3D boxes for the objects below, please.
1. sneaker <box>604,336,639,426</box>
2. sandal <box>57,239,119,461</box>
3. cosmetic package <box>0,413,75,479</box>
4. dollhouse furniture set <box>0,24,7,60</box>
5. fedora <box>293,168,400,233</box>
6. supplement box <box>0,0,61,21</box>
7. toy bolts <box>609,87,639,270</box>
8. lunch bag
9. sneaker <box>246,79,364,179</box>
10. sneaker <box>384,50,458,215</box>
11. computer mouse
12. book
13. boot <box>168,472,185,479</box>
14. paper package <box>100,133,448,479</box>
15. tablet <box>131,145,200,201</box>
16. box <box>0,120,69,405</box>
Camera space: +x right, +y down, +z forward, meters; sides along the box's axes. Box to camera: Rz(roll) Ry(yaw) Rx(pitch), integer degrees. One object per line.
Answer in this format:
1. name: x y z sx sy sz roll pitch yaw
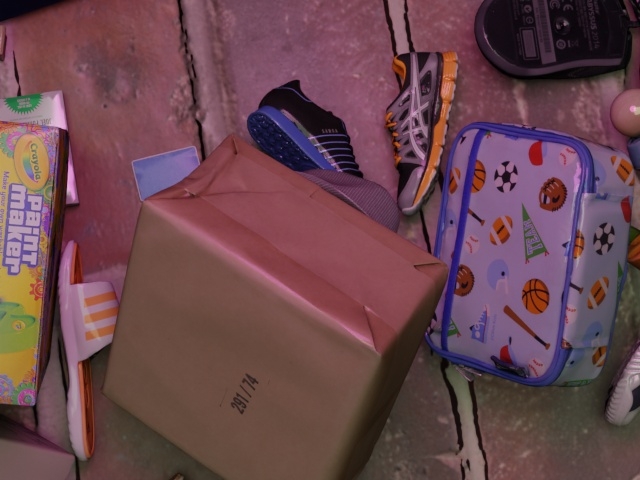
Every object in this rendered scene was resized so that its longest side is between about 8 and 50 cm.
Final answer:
1. sneaker: 0.457 0.150 1.554 0.153 0.094 0.235 32 74 10
2. sandal: -0.266 0.129 1.542 0.076 0.102 0.265 -4 93 -3
3. cosmetic package: -0.439 0.233 1.401 0.160 0.309 0.113 19 83 36
4. dollhouse furniture set: -0.474 -0.181 1.559 0.161 0.101 0.182 5 84 -1
5. fedora: 0.000 0.000 1.501 0.244 0.275 0.124 53 44 -14
6. supplement box: -0.380 -0.472 1.519 0.195 0.194 0.356 -20 85 -4
7. toy bolts: 0.369 -0.075 1.524 0.228 0.218 0.158 -43 96 -15
8. lunch bag: 0.228 0.020 1.485 0.115 0.243 0.303 4 99 -42
9. sneaker: 0.015 -0.096 1.576 0.232 0.081 0.090 49 54 -11
10. sneaker: 0.115 -0.134 1.585 0.083 0.084 0.215 10 75 3
11. computer mouse: 0.312 -0.251 1.608 0.272 0.072 0.188 0 82 -14
12. book: -0.356 -0.108 1.593 0.096 0.035 0.144 -10 83 -6
13. boot: -0.185 0.358 1.540 0.084 0.059 0.158 28 93 -2
14. paper package: -0.061 0.105 1.406 0.309 0.325 0.168 31 43 13
15. tablet: -0.190 -0.083 1.605 0.083 0.006 0.054 -14 85 -4
16. box: -0.380 0.010 1.425 0.177 0.279 0.290 5 93 -10
